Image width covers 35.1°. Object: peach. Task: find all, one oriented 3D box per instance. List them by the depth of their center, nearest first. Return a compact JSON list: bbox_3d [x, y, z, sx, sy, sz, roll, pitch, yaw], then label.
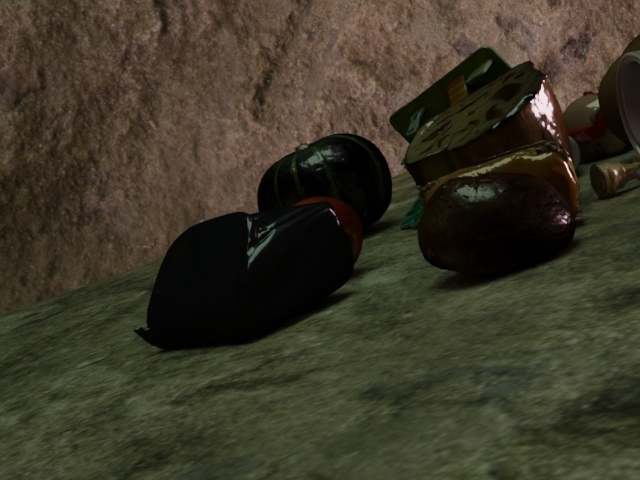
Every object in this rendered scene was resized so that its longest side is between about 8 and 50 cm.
[{"bbox_3d":[0.685,-0.298,2.034,0.252,0.252,0.252,-18,6,2],"label":"peach"}]

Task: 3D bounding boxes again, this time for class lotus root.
[{"bbox_3d":[0.306,-0.134,1.790,0.316,0.250,0.316,-26,13,6],"label":"lotus root"}]

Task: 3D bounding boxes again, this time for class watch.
[{"bbox_3d":[0.572,-0.201,1.545,0.196,0.231,0.244,-16,3,-3],"label":"watch"}]

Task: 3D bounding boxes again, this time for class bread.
[{"bbox_3d":[0.284,-0.063,1.591,0.241,0.136,0.107,-17,8,19],"label":"bread"}]

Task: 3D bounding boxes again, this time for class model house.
[{"bbox_3d":[0.258,-0.171,2.092,0.357,0.242,0.313,-31,17,46],"label":"model house"}]

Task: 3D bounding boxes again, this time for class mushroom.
[{"bbox_3d":[0.249,-0.035,1.426,0.231,0.138,0.194,-24,9,-41],"label":"mushroom"}]

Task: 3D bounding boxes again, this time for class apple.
[{"bbox_3d":[0.000,0.000,1.783,0.163,0.163,0.139,-22,19,-30],"label":"apple"}]

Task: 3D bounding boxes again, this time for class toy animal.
[{"bbox_3d":[0.645,-0.267,2.314,0.197,0.171,0.171,-13,3,-29],"label":"toy animal"}]

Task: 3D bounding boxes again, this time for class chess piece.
[{"bbox_3d":[0.549,-0.123,1.729,0.172,0.060,0.060,-15,6,-8],"label":"chess piece"}]

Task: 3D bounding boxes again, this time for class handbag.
[{"bbox_3d":[-0.140,0.046,1.619,0.275,0.178,0.302,-26,10,-41],"label":"handbag"}]

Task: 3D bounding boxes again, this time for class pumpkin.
[{"bbox_3d":[0.008,-0.115,2.364,0.323,0.241,0.323,-19,3,1],"label":"pumpkin"}]

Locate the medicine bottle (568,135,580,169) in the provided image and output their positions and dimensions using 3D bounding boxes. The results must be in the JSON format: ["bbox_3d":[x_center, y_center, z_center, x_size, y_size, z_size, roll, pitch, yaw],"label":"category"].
[{"bbox_3d":[0.503,-0.184,2.180,0.103,0.103,0.186,-17,5,11],"label":"medicine bottle"}]
